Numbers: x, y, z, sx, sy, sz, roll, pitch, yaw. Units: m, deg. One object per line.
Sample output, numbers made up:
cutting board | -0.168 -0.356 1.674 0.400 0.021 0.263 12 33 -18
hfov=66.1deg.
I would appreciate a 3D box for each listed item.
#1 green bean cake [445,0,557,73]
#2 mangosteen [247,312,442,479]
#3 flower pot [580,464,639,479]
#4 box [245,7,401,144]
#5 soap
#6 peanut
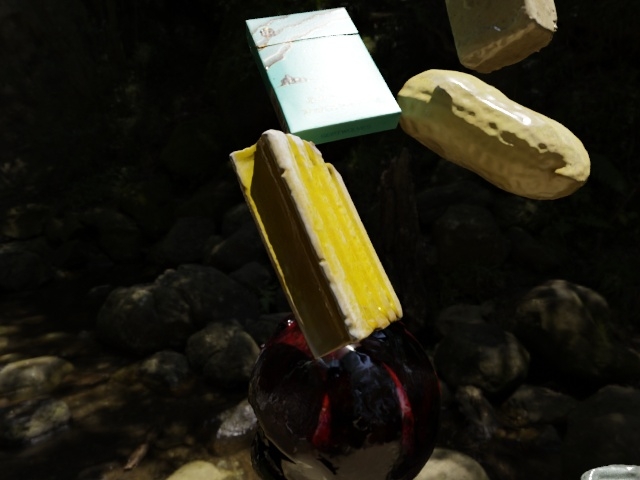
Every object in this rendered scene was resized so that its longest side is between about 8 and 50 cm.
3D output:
green bean cake | 0.228 -0.324 0.643 0.085 0.179 0.109 -4 -11 -39
mangosteen | 0.041 0.320 0.958 0.381 0.421 0.381 7 40 -6
flower pot | 0.363 0.381 0.546 0.103 0.108 0.229 -7 40 -7
box | -0.002 -0.243 0.714 0.162 0.229 0.041 -14 -27 -14
soap | 0.000 0.000 0.546 0.073 0.232 0.140 -28 -10 22
peanut | 0.266 -0.170 0.776 0.319 0.148 0.147 32 22 20
